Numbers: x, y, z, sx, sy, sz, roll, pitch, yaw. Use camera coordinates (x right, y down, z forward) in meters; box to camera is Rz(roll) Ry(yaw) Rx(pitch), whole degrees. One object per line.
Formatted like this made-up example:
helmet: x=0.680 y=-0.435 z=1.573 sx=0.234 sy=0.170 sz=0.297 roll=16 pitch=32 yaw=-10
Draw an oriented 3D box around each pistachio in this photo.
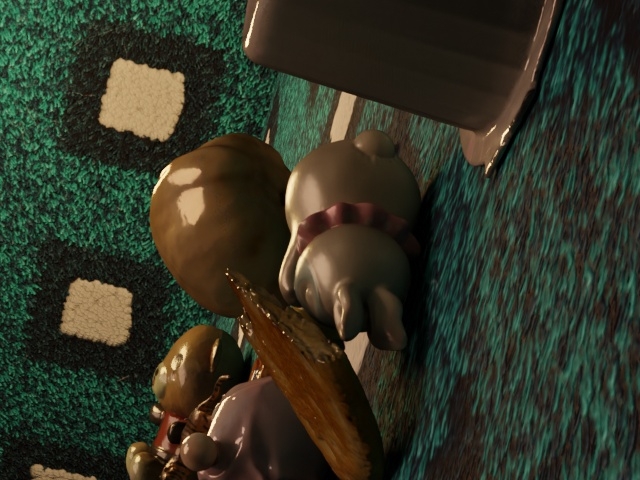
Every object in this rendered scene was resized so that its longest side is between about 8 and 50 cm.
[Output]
pistachio: x=-0.122 y=-0.012 z=2.043 sx=0.321 sy=0.238 sz=0.229 roll=80 pitch=-159 yaw=-52

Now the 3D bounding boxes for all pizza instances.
pizza: x=-0.012 y=0.116 z=1.224 sx=0.262 sy=0.034 sz=0.181 roll=43 pitch=157 yaw=51

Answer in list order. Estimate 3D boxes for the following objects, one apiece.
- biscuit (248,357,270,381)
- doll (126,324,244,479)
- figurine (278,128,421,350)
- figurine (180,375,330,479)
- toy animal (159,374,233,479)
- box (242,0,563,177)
biscuit: x=-0.102 y=0.263 z=2.127 sx=0.280 sy=0.043 sz=0.183 roll=113 pitch=171 yaw=-52
doll: x=-0.239 y=0.319 z=2.634 sx=0.235 sy=0.174 sz=0.330 roll=-152 pitch=80 yaw=-84
figurine: x=0.022 y=0.030 z=1.248 sx=0.155 sy=0.127 sz=0.235 roll=-46 pitch=28 yaw=38
figurine: x=-0.059 y=0.256 z=1.425 sx=0.133 sy=0.200 sz=0.276 roll=-12 pitch=55 yaw=31
toy animal: x=-0.195 y=0.320 z=2.471 sx=0.114 sy=0.116 sz=0.255 roll=-92 pitch=17 yaw=-61
box: x=0.056 y=-0.209 z=1.092 sx=0.291 sy=0.206 sz=0.262 roll=-121 pitch=45 yaw=-77
